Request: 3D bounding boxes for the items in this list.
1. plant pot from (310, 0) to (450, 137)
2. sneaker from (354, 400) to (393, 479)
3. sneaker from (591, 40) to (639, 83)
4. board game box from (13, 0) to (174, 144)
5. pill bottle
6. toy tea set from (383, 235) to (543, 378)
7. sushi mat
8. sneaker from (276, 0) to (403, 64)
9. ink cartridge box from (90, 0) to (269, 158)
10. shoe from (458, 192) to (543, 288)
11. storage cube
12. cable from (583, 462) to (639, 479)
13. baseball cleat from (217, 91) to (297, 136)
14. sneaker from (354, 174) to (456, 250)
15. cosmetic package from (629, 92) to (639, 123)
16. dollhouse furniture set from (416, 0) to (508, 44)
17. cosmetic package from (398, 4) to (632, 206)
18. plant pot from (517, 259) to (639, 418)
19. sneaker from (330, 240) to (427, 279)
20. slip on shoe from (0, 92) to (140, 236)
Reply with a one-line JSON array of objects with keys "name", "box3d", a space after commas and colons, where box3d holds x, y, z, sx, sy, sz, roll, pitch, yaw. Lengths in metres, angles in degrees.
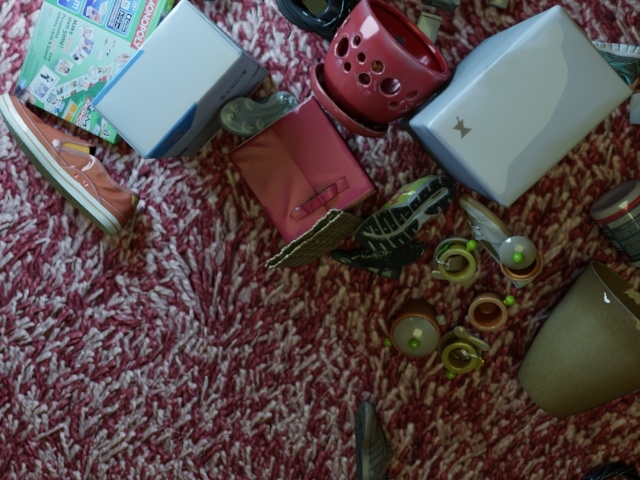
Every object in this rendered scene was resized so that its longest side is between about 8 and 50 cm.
[{"name": "plant pot", "box3d": [0.093, -0.281, 1.221, 0.191, 0.191, 0.174, 42, 121, -4]}, {"name": "sneaker", "box3d": [0.110, 0.409, 1.466, 0.071, 0.066, 0.188, -3, 104, -15]}, {"name": "sneaker", "box3d": [0.513, -0.325, 1.338, 0.166, 0.065, 0.076, 8, 103, 2]}, {"name": "board game box", "box3d": [-0.414, -0.366, 1.339, 0.213, 0.046, 0.317, 26, 107, -1]}, {"name": "pill bottle", "box3d": [0.597, -0.013, 1.357, 0.108, 0.108, 0.180, -38, 95, 7]}, {"name": "toy tea set", "box3d": [0.266, 0.118, 1.342, 0.200, 0.124, 0.336, 27, 115, 0]}, {"name": "sushi mat", "box3d": [0.000, 0.000, 1.275, 0.151, 0.316, 0.019, -38, 83, 7]}, {"name": "sneaker", "box3d": [0.044, -0.386, 1.307, 0.286, 0.130, 0.109, 26, 96, -3]}, {"name": "ink cartridge box", "box3d": [-0.225, -0.261, 1.244, 0.129, 0.307, 0.223, 43, 98, -2]}, {"name": "shoe", "box3d": [0.332, 0.001, 1.382, 0.058, 0.076, 0.219, -43, 97, 2]}, {"name": "storage cube", "box3d": [-0.025, -0.120, 1.312, 0.184, 0.215, 0.193, -34, 90, 7]}, {"name": "cable", "box3d": [0.585, 0.533, 1.470, 0.150, 0.047, 0.184, 37, 97, -4]}, {"name": "baseball cleat", "box3d": [-0.128, -0.217, 1.304, 0.109, 0.206, 0.072, -15, 95, 39]}, {"name": "sneaker", "box3d": [0.155, -0.055, 1.371, 0.208, 0.094, 0.081, -31, 111, 2]}, {"name": "cosmetic package", "box3d": [0.602, -0.240, 1.319, 0.041, 0.115, 0.060, -2, 97, 3]}, {"name": "dollhouse furniture set", "box3d": [0.271, -0.428, 1.307, 0.161, 0.101, 0.182, 17, 99, -1]}, {"name": "cosmetic package", "box3d": [0.276, -0.209, 1.162, 0.230, 0.453, 0.161, -43, 96, 8]}, {"name": "plant pot", "box3d": [0.499, 0.207, 1.353, 0.237, 0.237, 0.254, 39, 113, -4]}, {"name": "sneaker", "box3d": [0.112, 0.019, 1.407, 0.170, 0.051, 0.089, 18, 99, -6]}, {"name": "slip on shoe", "box3d": [-0.476, -0.154, 1.375, 0.331, 0.123, 0.101, 45, 71, -3]}]
